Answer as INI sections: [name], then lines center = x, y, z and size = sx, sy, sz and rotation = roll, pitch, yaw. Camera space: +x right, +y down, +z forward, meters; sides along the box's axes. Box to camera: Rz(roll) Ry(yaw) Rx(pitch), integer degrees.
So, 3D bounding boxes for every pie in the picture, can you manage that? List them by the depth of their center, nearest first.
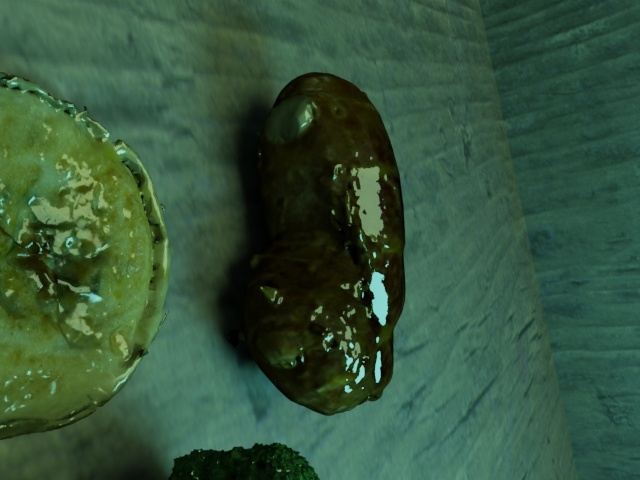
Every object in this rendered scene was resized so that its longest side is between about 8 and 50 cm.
[pie]
center = -0.215, 0.008, 0.449
size = 0.274, 0.055, 0.274
rotation = 24, 61, -54

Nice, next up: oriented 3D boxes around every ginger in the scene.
[ginger]
center = 0.000, 0.000, 0.694
size = 0.254, 0.176, 0.418
rotation = -1, 87, -65

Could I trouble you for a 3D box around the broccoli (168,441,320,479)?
[broccoli]
center = -0.088, 0.280, 0.427
size = 0.270, 0.270, 0.269
rotation = 5, 74, -25
